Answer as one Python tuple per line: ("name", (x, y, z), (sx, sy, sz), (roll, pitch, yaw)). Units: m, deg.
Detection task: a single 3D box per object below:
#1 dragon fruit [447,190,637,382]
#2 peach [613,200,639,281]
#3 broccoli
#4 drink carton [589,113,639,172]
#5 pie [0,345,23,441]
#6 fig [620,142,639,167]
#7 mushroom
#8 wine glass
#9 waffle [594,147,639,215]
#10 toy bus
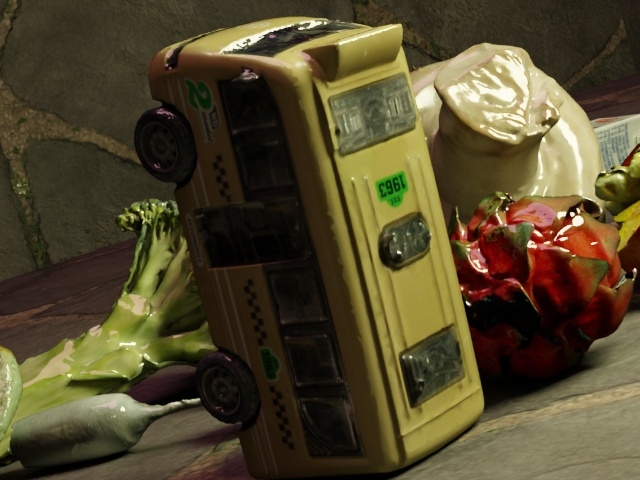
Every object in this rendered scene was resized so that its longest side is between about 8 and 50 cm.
("dragon fruit", (0.182, 0.037, 1.439), (0.189, 0.182, 0.182), (-58, 14, -6))
("peach", (0.360, -0.006, 1.610), (0.151, 0.118, 0.151), (-41, -3, -3))
("broccoli", (-0.223, 0.108, 1.771), (0.361, 0.221, 0.252), (-16, 43, 1))
("drink carton", (0.355, -0.102, 2.413), (0.315, 0.107, 0.130), (-18, 9, -30))
("pie", (-0.389, 0.187, 1.614), (0.240, 0.054, 0.240), (-29, 30, 18))
("fig", (0.438, -0.059, 2.018), (0.119, 0.153, 0.119), (-56, -3, -4))
("mushroom", (0.161, -0.068, 1.701), (0.297, 0.298, 0.290), (-16, -19, -6))
("wine glass", (-0.185, 0.174, 1.587), (0.262, 0.074, 0.074), (-15, 7, 18))
("waffle", (0.403, -0.062, 1.673), (0.223, 0.054, 0.204), (-33, -33, 29))
("toy bus", (0.000, 0.000, 1.322), (0.202, 0.365, 0.177), (-6, 13, 41))
